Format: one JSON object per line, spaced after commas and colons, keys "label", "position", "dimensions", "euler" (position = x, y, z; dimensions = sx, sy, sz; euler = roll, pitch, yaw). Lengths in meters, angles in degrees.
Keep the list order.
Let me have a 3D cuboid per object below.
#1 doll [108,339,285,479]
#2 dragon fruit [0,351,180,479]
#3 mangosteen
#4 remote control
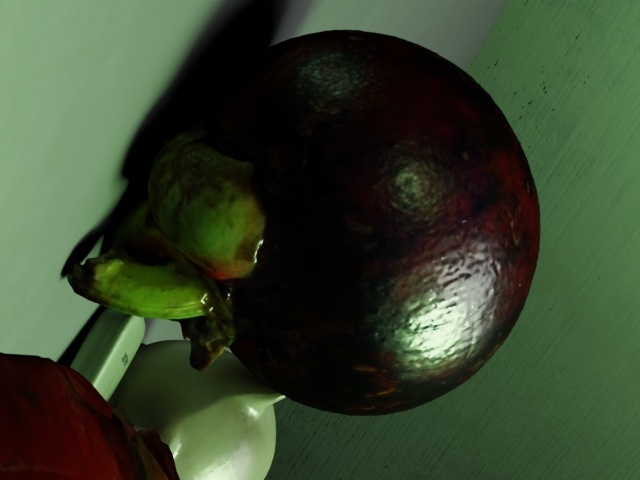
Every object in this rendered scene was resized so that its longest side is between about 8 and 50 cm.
{"label": "doll", "position": [-0.166, 0.240, 1.410], "dimensions": [0.215, 0.226, 0.370], "euler": [-16, 140, -30]}
{"label": "dragon fruit", "position": [-0.184, 0.180, 0.563], "dimensions": [0.295, 0.296, 0.301], "euler": [84, 13, -80]}
{"label": "mangosteen", "position": [0.000, 0.000, 1.087], "dimensions": [0.359, 0.306, 0.306], "euler": [-26, 156, -35]}
{"label": "remote control", "position": [-0.236, 0.192, 1.195], "dimensions": [0.309, 0.038, 0.090], "euler": [-62, 175, -19]}
